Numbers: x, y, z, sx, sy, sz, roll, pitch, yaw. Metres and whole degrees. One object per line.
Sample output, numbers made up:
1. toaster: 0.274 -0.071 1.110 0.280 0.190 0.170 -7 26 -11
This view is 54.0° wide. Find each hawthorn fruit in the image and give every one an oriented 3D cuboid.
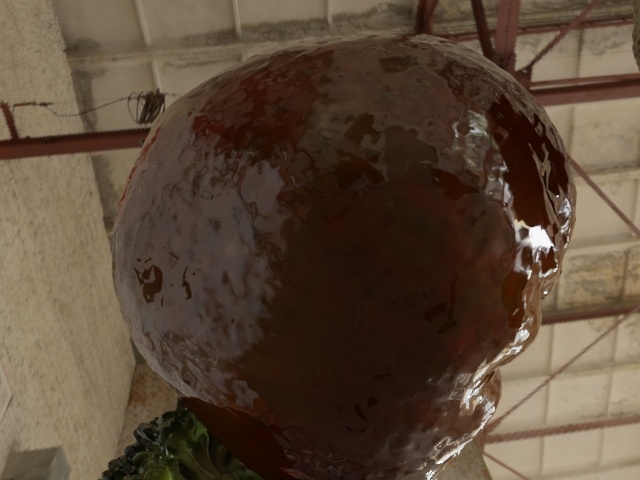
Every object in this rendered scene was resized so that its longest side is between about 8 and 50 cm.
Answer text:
1. hawthorn fruit: 0.000 0.000 0.557 0.403 0.402 0.402 -3 -60 -6

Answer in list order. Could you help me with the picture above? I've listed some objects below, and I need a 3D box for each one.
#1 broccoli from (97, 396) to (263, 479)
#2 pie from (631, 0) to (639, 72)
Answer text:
1. broccoli: -0.106 0.321 0.614 0.281 0.348 0.293 27 -97 7
2. pie: 0.416 -0.170 0.462 0.340 0.077 0.338 2 -86 25
